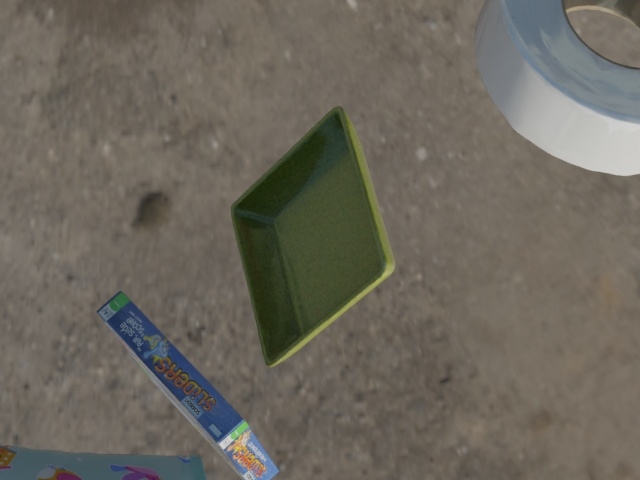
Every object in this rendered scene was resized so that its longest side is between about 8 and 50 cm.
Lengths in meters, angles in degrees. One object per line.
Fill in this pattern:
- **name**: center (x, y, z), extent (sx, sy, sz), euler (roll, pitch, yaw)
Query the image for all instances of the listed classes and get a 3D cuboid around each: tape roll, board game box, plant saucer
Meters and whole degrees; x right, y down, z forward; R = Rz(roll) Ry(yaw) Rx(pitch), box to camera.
- **tape roll**: center (0.307, -0.213, 1.705), extent (0.286, 0.286, 0.100), euler (5, 151, -9)
- **board game box**: center (-0.131, 0.150, 1.622), extent (0.035, 0.201, 0.136), euler (-41, 149, -10)
- **plant saucer**: center (0.000, 0.000, 1.559), extent (0.045, 0.188, 0.188), euler (11, 142, -37)

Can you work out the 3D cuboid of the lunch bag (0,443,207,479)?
- **lunch bag**: center (-0.214, 0.307, 1.323), extent (0.223, 0.160, 0.262), euler (8, 116, -19)
